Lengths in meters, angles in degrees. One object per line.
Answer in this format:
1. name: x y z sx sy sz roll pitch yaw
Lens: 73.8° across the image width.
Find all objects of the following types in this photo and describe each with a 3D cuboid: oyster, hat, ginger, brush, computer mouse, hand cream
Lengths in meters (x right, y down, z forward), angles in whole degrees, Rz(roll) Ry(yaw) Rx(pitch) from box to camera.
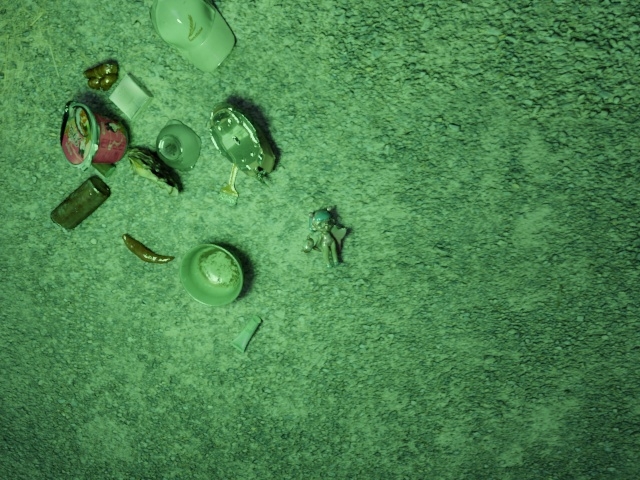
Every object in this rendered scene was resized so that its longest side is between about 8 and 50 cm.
1. oyster: -0.704 -0.288 1.803 0.100 0.275 0.271 -45 113 -26
2. hat: -0.488 -0.796 1.628 0.258 0.168 0.301 -40 95 17
3. ginger: -0.912 -0.675 1.782 0.162 0.073 0.103 -8 90 18
4. brush: -0.380 -0.258 1.834 0.083 0.011 0.205 19 106 5
5. computer mouse: -0.298 -0.391 1.736 0.200 0.115 0.389 -23 112 31
6. hand cream: -0.347 0.437 1.994 0.078 0.050 0.205 34 111 -1

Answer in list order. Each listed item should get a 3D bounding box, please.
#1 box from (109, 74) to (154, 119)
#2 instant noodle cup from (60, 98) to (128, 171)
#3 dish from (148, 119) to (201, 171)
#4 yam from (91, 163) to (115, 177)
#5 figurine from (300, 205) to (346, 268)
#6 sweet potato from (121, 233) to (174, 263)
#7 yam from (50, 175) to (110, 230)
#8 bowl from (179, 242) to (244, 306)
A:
1. box: -0.795 -0.600 1.791 0.129 0.051 0.130 45 106 -4
2. instant noodle cup: -0.924 -0.421 1.767 0.258 0.182 0.302 -11 86 32
3. dish: -0.631 -0.391 1.805 0.246 0.078 0.224 -13 103 12
4. yam: -0.986 -0.352 1.881 0.169 0.068 0.068 42 107 1
5. figurine: 0.002 -0.004 1.783 0.205 0.103 0.260 -18 107 -12
6. sweet potato: -0.804 0.056 1.963 0.255 0.058 0.078 27 87 -3
7. yam: -1.076 -0.163 1.918 0.280 0.131 0.131 -36 97 13
8. bowl: -0.459 0.133 1.880 0.289 0.146 0.289 2 106 8
